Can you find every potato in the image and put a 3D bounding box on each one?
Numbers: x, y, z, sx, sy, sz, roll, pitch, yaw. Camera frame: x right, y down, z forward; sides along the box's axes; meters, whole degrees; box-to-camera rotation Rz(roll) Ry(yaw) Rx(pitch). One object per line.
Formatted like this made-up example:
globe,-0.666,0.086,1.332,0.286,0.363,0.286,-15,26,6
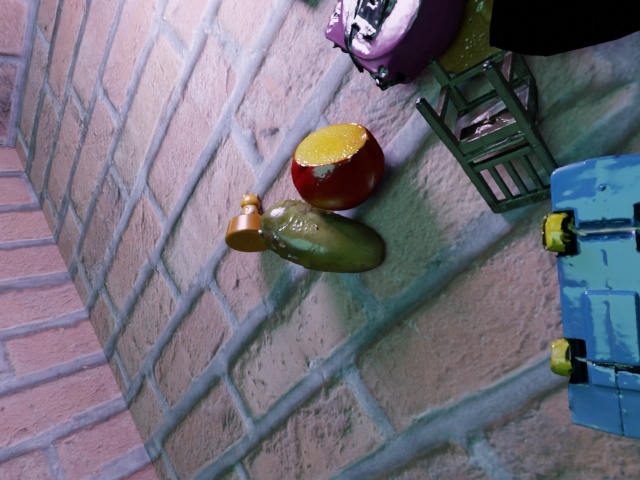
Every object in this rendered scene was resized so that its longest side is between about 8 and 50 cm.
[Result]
potato,0.000,0.000,0.998,0.298,0.176,0.141,22,120,12

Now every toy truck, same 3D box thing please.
toy truck,0.426,0.075,0.629,0.161,0.162,0.385,-5,93,42

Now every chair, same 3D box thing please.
chair,0.296,-0.198,0.735,0.136,0.147,0.270,-20,127,44

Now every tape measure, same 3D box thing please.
tape measure,0.130,-0.414,0.800,0.232,0.149,0.245,54,132,37

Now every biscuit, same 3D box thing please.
biscuit,0.295,-0.378,0.750,0.166,0.036,0.226,53,129,26

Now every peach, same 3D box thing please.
peach,0.034,-0.159,0.917,0.190,0.190,0.192,53,145,22

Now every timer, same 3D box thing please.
timer,-0.192,-0.061,1.197,0.132,0.132,0.152,-29,54,40

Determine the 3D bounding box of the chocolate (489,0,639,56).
chocolate,0.352,-0.450,0.476,0.383,0.383,0.332,-15,86,42

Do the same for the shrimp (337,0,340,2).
shrimp,0.045,-0.581,0.913,0.090,0.079,0.233,113,141,-74
